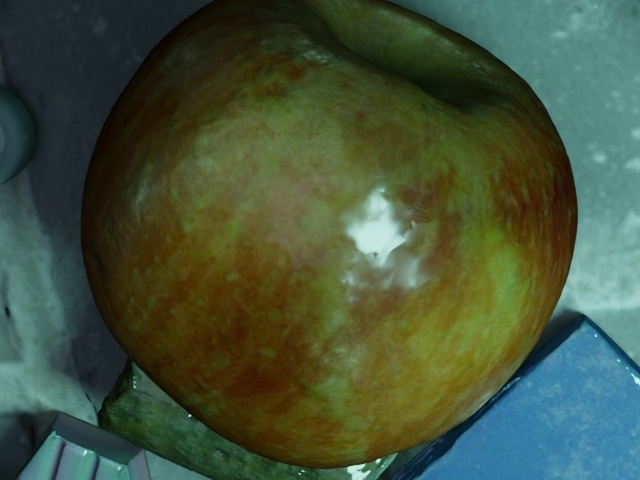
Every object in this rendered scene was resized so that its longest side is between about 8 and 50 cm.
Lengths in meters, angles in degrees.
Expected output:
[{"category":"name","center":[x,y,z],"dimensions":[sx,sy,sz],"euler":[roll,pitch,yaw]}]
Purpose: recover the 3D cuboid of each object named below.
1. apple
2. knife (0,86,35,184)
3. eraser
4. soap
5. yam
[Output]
[{"category":"apple","center":[0.000,0.000,1.115],"dimensions":[0.301,0.301,0.302],"euler":[4,108,12]},{"category":"knife","center":[-0.348,-0.113,1.298],"dimensions":[0.331,0.044,0.080],"euler":[18,111,11]},{"category":"eraser","center":[0.108,0.200,1.259],"dimensions":[0.144,0.042,0.312],"euler":[45,103,-2]},{"category":"soap","center":[-0.170,0.197,1.339],"dimensions":[0.100,0.056,0.149],"euler":[19,111,4]},{"category":"yam","center":[-0.038,0.117,1.257],"dimensions":[0.194,0.107,0.107],"euler":[26,111,4]}]
